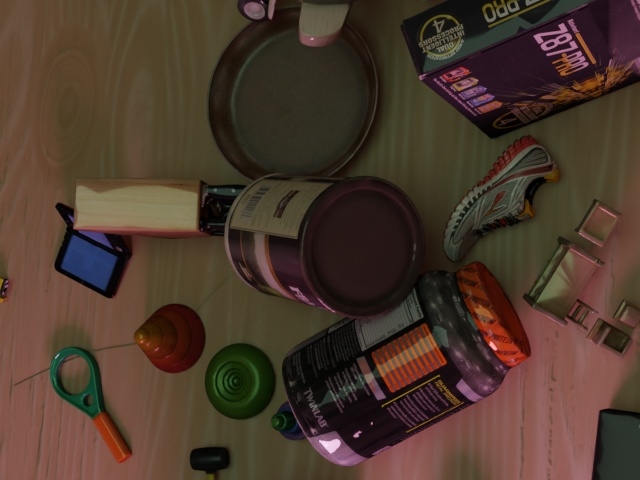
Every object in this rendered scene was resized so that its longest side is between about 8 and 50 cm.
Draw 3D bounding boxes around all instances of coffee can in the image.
[{"bbox_3d":[0.000,0.000,1.732,0.275,0.201,0.202,9,87,62],"label":"coffee can"}]

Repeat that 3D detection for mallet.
[{"bbox_3d":[-0.169,0.436,1.914,0.062,0.039,0.190,-15,84,18],"label":"mallet"}]

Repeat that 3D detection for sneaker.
[{"bbox_3d":[0.272,-0.052,1.757,0.093,0.088,0.225,44,101,19],"label":"sneaker"}]

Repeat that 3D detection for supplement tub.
[{"bbox_3d":[0.129,0.181,1.725,0.338,0.207,0.207,-30,74,16],"label":"supplement tub"}]

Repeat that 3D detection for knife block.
[{"bbox_3d":[-0.233,-0.056,1.886,0.242,0.275,0.088,-6,81,51],"label":"knife block"}]

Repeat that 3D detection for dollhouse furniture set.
[{"bbox_3d":[0.419,0.054,1.703,0.161,0.101,0.182,31,96,-3],"label":"dollhouse furniture set"}]

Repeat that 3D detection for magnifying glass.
[{"bbox_3d":[-0.402,0.289,2.028,0.092,0.026,0.231,-40,70,13],"label":"magnifying glass"}]

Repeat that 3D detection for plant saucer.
[{"bbox_3d":[-0.044,-0.236,1.925,0.310,0.050,0.311,-2,83,21],"label":"plant saucer"}]

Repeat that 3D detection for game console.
[{"bbox_3d":[-0.416,0.017,2.031,0.144,0.124,0.085,24,67,22],"label":"game console"}]

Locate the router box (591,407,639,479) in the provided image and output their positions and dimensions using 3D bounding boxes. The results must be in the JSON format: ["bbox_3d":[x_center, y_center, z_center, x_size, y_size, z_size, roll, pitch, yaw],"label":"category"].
[{"bbox_3d":[0.535,0.377,1.607,0.308,0.081,0.243,6,86,22],"label":"router box"}]

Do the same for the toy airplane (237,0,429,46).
[{"bbox_3d":[0.020,-0.499,1.799,0.384,0.272,0.386,-37,52,-10],"label":"toy airplane"}]

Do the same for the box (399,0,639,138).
[{"bbox_3d":[0.322,-0.274,1.595,0.318,0.395,0.097,-23,74,17],"label":"box"}]

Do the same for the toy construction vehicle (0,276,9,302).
[{"bbox_3d":[-0.623,0.106,2.134,0.085,0.035,0.098,17,94,12],"label":"toy construction vehicle"}]

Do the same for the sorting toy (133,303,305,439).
[{"bbox_3d":[-0.176,0.219,1.888,0.365,0.126,0.127,30,95,23],"label":"sorting toy"}]
